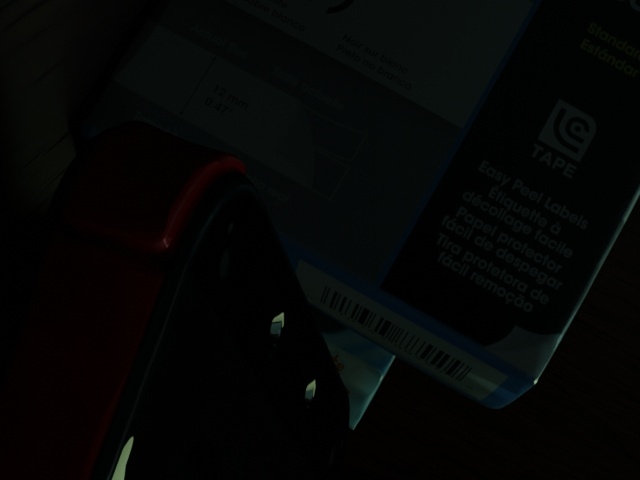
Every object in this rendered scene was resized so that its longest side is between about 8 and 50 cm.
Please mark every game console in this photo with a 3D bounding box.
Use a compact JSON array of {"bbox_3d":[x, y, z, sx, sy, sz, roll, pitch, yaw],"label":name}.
[{"bbox_3d":[-0.076,0.166,0.650,0.386,0.060,0.342,68,38,-66],"label":"game console"}]

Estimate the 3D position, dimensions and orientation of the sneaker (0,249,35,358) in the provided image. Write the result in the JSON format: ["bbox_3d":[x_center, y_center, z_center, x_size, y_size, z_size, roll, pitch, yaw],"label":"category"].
[{"bbox_3d":[-0.112,0.059,0.829,0.122,0.110,0.283,-59,177,28],"label":"sneaker"}]

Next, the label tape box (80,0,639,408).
[{"bbox_3d":[0.073,-0.126,0.804,0.348,0.249,0.115,-60,176,-11],"label":"label tape box"}]

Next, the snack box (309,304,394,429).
[{"bbox_3d":[0.000,0.000,1.184,0.060,0.187,0.322,-64,175,30],"label":"snack box"}]
